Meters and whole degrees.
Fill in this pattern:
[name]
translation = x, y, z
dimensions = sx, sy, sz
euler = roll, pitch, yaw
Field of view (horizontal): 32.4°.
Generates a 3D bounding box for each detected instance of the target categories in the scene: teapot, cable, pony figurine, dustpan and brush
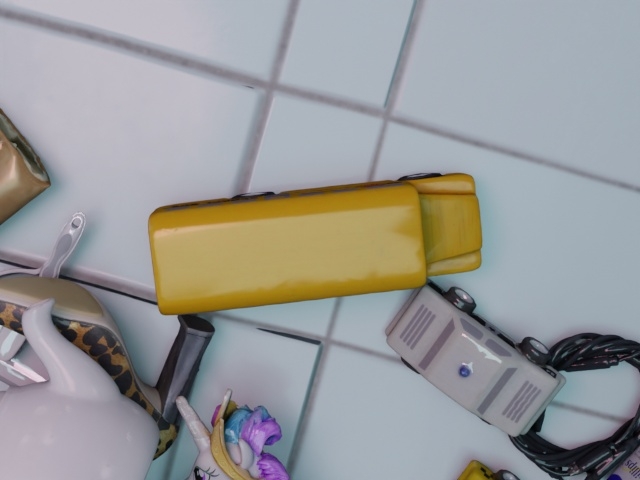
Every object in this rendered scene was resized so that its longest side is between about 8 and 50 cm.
[teapot]
translation = -0.281, 0.230, 1.012
dimensions = 0.187, 0.256, 0.252
euler = 29, 136, -9
[cable]
translation = 0.293, 0.174, 1.204
dimensions = 0.184, 0.047, 0.150
euler = -44, 91, 6
[pony figurine]
translation = -0.067, 0.364, 1.112
dimensions = 0.351, 0.303, 0.363
euler = 34, 108, 3
[dustpan and brush]
translation = -0.297, 0.059, 1.150
dimensions = 0.147, 0.060, 0.211
euler = 31, 94, -5

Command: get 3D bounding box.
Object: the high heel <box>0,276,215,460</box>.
[high heel]
translation = -0.253, 0.142, 1.116
dimensions = 0.261, 0.093, 0.186
euler = 16, 108, -23

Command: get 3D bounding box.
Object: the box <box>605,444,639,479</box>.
[box]
translation = 0.405, 0.264, 1.191
dimensions = 0.126, 0.072, 0.137
euler = 42, 93, -15

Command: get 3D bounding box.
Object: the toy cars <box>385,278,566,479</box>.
[toy cars]
translation = 0.183, 0.228, 1.155
dimensions = 0.176, 0.087, 0.394
euler = -14, 97, 20

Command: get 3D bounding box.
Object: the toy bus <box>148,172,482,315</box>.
[toy bus]
translation = 0.000, 0.000, 1.124
dimensions = 0.332, 0.130, 0.108
euler = -6, 96, -2

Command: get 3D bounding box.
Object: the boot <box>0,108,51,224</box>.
[boot]
translation = -0.381, 0.018, 1.106
dimensions = 0.269, 0.089, 0.236
euler = -40, 78, 1
